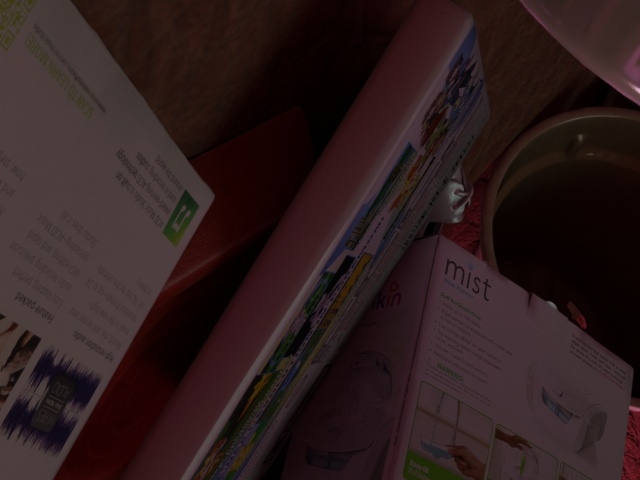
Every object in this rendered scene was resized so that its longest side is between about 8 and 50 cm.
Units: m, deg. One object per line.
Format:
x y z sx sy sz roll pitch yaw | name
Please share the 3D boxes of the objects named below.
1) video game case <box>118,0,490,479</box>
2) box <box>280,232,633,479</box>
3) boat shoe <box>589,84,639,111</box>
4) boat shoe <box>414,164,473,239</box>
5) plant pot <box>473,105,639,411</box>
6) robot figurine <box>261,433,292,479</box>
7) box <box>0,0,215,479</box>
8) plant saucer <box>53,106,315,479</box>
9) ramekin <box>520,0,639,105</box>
0.004 0.025 0.767 0.329 0.036 0.300 -58 170 2 | video game case
0.117 0.158 0.960 0.126 0.262 0.231 -16 -128 45 | box
0.379 -0.171 1.490 0.095 0.095 0.257 -36 -178 46 | boat shoe
0.088 -0.036 0.972 0.066 0.063 0.184 -30 152 -54 | boat shoe
0.287 0.068 1.365 0.334 0.334 0.305 -45 173 -26 | plant pot
0.016 0.194 1.067 0.278 0.174 0.209 -38 -178 -42 | robot figurine
-0.161 0.071 0.409 0.322 0.058 0.232 -62 163 -12 | box
-0.105 0.071 0.693 0.258 0.047 0.259 -34 155 -49 | plant saucer
0.230 -0.182 0.664 0.303 0.303 0.148 -34 163 -49 | ramekin
